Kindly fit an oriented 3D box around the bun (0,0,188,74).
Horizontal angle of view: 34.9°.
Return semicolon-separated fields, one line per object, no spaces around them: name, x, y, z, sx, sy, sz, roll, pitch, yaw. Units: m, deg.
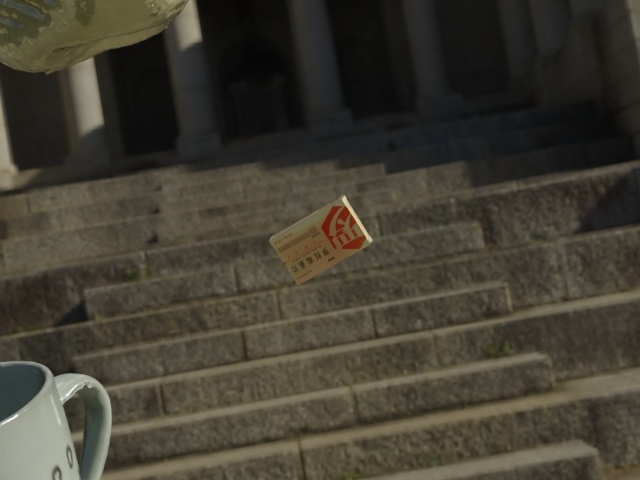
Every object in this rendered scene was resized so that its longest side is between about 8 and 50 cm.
bun;-0.228;-0.326;0.874;0.348;0.353;0.227;19;43;35

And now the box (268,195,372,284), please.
box;0.000;0.000;1.060;0.093;0.058;0.015;-29;10;16

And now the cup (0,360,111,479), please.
cup;-0.262;0.228;0.871;0.186;0.234;0.258;-3;20;33
